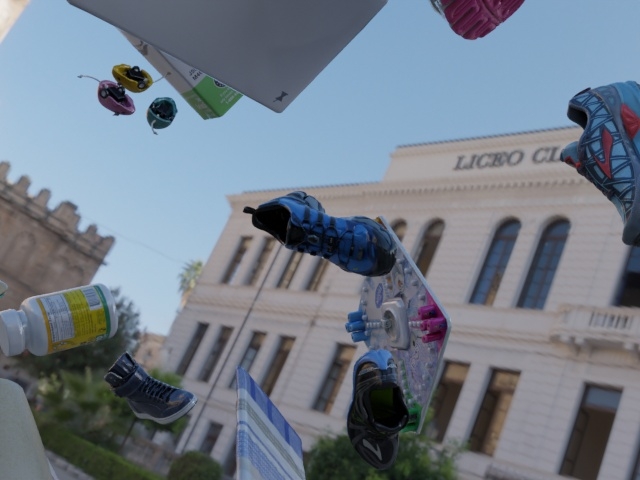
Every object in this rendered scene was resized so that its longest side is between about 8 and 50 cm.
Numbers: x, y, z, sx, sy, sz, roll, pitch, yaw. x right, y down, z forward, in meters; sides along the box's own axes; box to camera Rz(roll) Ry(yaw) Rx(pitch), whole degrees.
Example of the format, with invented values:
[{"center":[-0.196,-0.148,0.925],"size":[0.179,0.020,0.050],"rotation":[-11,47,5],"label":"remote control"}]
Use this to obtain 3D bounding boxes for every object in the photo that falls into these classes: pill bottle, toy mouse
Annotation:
[{"center":[-0.518,0.160,1.551],"size":[0.209,0.117,0.118],"rotation":[-12,4,-34],"label":"pill bottle"},{"center":[-0.256,-0.188,1.097],"size":[0.161,0.143,0.031],"rotation":[1,-40,-46],"label":"toy mouse"}]

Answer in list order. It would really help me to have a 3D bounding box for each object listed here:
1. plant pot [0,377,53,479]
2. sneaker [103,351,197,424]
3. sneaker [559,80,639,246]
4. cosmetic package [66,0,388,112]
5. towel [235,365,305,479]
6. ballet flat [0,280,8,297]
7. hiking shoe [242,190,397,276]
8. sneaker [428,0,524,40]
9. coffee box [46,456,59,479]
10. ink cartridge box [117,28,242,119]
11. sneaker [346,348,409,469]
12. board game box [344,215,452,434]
[{"center":[-0.427,0.312,0.941],"size":[0.257,0.273,0.256],"rotation":[-8,-27,-4],"label":"plant pot"},{"center":[-0.393,0.331,1.788],"size":[0.226,0.086,0.163],"rotation":[-10,-60,41],"label":"sneaker"},{"center":[0.410,-0.105,1.136],"size":[0.125,0.261,0.104],"rotation":[-5,-28,11],"label":"sneaker"},{"center":[-0.100,-0.247,0.600],"size":[0.224,0.138,0.224],"rotation":[18,35,-55],"label":"cosmetic package"},{"center":[-0.074,0.345,1.182],"size":[0.209,0.034,0.285],"rotation":[58,10,-30],"label":"towel"},{"center":[-0.614,0.097,1.299],"size":[0.080,0.232,0.073],"rotation":[-2,-70,27],"label":"ballet flat"},{"center":[0.000,0.000,1.444],"size":[0.304,0.113,0.132],"rotation":[23,26,40],"label":"hiking shoe"},{"center":[0.080,-0.251,0.547],"size":[0.111,0.103,0.252],"rotation":[54,1,42],"label":"sneaker"},{"center":[-0.619,0.452,1.255],"size":[0.337,0.338,0.334],"rotation":[59,-11,7],"label":"coffee box"},{"center":[-0.194,-0.352,1.218],"size":[0.273,0.198,0.115],"rotation":[46,-10,-20],"label":"ink cartridge box"},{"center":[0.072,0.225,0.992],"size":[0.067,0.078,0.188],"rotation":[-8,-55,-10],"label":"sneaker"},{"center":[0.170,0.204,1.901],"size":[0.050,0.390,0.389],"rotation":[-8,-49,-19],"label":"board game box"}]
